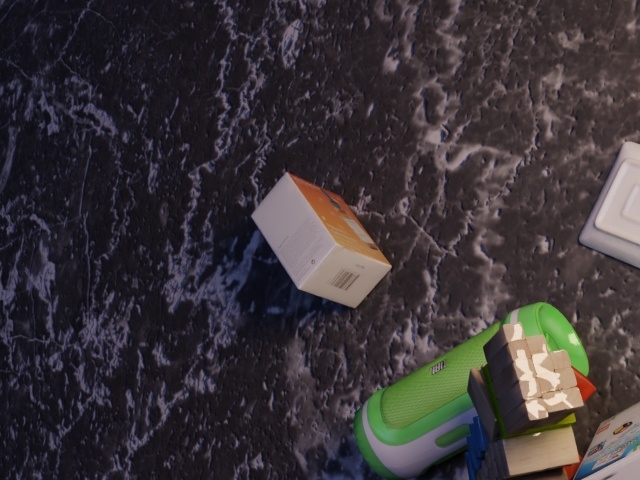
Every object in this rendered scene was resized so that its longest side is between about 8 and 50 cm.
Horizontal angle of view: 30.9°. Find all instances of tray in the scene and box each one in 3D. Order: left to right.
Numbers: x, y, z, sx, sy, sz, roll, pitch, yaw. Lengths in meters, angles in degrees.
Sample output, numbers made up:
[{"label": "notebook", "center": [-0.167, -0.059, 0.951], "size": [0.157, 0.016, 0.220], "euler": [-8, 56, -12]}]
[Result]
[{"label": "tray", "center": [0.438, -0.022, 1.380], "size": [0.270, 0.030, 0.145], "euler": [27, 92, 44]}]

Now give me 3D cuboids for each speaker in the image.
[{"label": "speaker", "center": [0.185, 0.194, 1.461], "size": [0.296, 0.131, 0.131], "euler": [-35, 54, 28]}]

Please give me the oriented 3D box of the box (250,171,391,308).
[{"label": "box", "center": [0.000, 0.000, 1.695], "size": [0.091, 0.130, 0.170], "euler": [-50, 49, 18]}]

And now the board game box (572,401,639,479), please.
[{"label": "board game box", "center": [0.415, 0.179, 1.218], "size": [0.305, 0.193, 0.053], "euler": [-36, 88, 28]}]

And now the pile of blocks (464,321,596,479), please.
[{"label": "pile of blocks", "center": [0.243, 0.225, 1.332], "size": [0.149, 0.113, 0.362], "euler": [-110, 16, -44]}]
